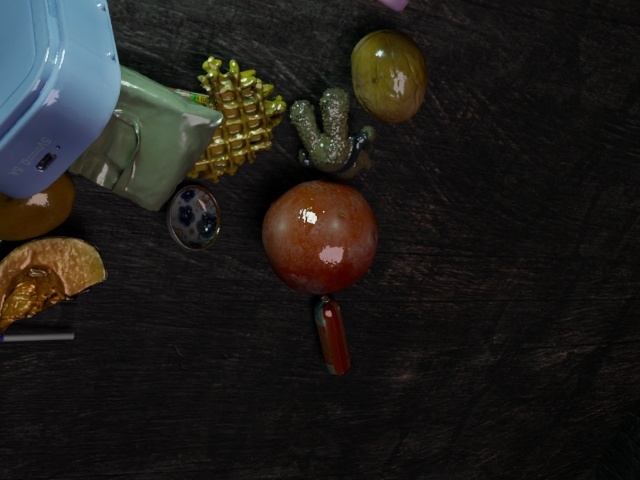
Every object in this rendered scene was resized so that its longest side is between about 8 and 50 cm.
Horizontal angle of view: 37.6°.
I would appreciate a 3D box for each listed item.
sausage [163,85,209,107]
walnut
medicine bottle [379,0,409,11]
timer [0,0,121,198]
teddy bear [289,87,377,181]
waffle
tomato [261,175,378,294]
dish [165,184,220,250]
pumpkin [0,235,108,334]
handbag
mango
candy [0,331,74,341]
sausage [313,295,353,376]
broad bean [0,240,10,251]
[{"bbox_3d":[-0.253,-0.283,1.896,0.223,0.029,0.029,7,121,-33],"label":"sausage"},{"bbox_3d":[0.146,-0.342,1.974,0.167,0.167,0.207,-21,124,-13],"label":"walnut"},{"bbox_3d":[0.165,-0.600,1.778,0.178,0.178,0.291,23,112,-39],"label":"medicine bottle"},{"bbox_3d":[-0.494,-0.243,1.573,0.173,0.395,0.395,27,109,-43],"label":"timer"},{"bbox_3d":[0.024,-0.206,2.040,0.181,0.129,0.251,-9,145,26],"label":"teddy bear"},{"bbox_3d":[-0.210,-0.223,1.908,0.293,0.069,0.259,-40,137,24],"label":"waffle"},{"bbox_3d":[0.000,0.000,2.098,0.264,0.265,0.265,-15,130,-18],"label":"tomato"},{"bbox_3d":[-0.293,-0.046,2.034,0.141,0.078,0.141,6,82,-46],"label":"dish"},{"bbox_3d":[-0.611,0.073,1.909,0.312,0.148,0.169,-34,122,-21],"label":"pumpkin"},{"bbox_3d":[-0.374,-0.213,1.786,0.315,0.109,0.253,27,115,-10],"label":"handbag"},{"bbox_3d":[-0.582,-0.071,1.823,0.221,0.120,0.152,-26,131,1],"label":"mango"},{"bbox_3d":[-0.696,0.204,1.990,0.365,0.124,0.124,1,124,-38],"label":"candy"},{"bbox_3d":[0.029,0.236,2.419,0.083,0.083,0.264,-22,131,-12],"label":"sausage"},{"bbox_3d":[-0.709,0.013,1.866,0.195,0.046,0.061,-12,131,-20],"label":"broad bean"}]
